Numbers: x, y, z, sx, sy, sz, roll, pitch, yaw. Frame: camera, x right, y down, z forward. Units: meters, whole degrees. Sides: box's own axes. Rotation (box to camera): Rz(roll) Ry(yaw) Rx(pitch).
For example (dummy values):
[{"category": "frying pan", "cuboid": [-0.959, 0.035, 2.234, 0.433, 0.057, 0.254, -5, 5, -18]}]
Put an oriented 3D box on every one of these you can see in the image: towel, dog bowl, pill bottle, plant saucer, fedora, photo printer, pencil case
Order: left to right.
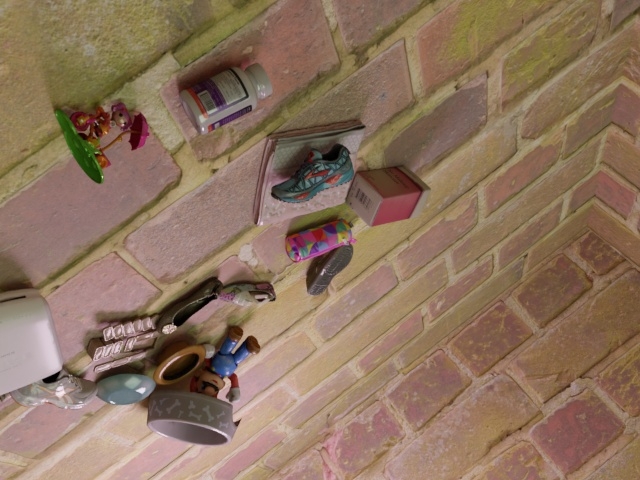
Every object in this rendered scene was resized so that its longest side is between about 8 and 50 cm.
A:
[{"category": "photo printer", "cuboid": [-0.794, 0.254, 1.464, 0.256, 0.107, 0.307, -19, 142, -29]}, {"category": "plant saucer", "cuboid": [-0.638, 0.497, 1.923, 0.195, 0.037, 0.194, -10, 141, -8]}, {"category": "fedora", "cuboid": [-0.484, 0.401, 1.985, 0.194, 0.079, 0.194, -29, 146, -22]}, {"category": "dog bowl", "cuboid": [-0.461, 0.647, 2.119, 0.349, 0.102, 0.348, 6, 146, 4]}, {"category": "pill bottle", "cuboid": [-0.212, -0.330, 1.346, 0.194, 0.108, 0.108, -30, 146, -15]}, {"category": "towel", "cuboid": [-0.032, -0.196, 1.748, 0.332, 0.053, 0.316, -17, 141, -31]}, {"category": "pencil case", "cuboid": [0.000, 0.000, 1.970, 0.237, 0.104, 0.104, -19, 142, -26]}]

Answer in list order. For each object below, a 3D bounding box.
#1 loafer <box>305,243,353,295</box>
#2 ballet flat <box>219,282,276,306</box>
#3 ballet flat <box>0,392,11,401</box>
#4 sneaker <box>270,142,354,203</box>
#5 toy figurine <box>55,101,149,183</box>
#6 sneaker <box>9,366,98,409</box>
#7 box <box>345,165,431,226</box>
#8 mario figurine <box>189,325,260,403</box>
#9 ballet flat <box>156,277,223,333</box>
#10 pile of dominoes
[{"category": "loafer", "cuboid": [0.020, 0.088, 2.114, 0.094, 0.087, 0.251, 17, 122, -43]}, {"category": "ballet flat", "cuboid": [-0.234, 0.187, 1.980, 0.222, 0.079, 0.076, 0, 131, -45]}, {"category": "ballet flat", "cuboid": [-0.895, 0.431, 1.640, 0.041, 0.041, 0.114, -43, 148, 5]}, {"category": "sneaker", "cuboid": [-0.031, -0.196, 1.640, 0.262, 0.104, 0.125, -27, 127, -24]}, {"category": "toy figurine", "cuboid": [-0.448, -0.234, 1.254, 0.159, 0.130, 0.173, -39, 126, -28]}, {"category": "sneaker", "cuboid": [-0.754, 0.421, 1.724, 0.121, 0.099, 0.263, -53, 147, 12]}, {"category": "box", "cuboid": [0.227, -0.151, 1.974, 0.233, 0.148, 0.126, -13, 138, -37]}, {"category": "mario figurine", "cuboid": [-0.354, 0.476, 2.114, 0.320, 0.198, 0.170, -53, 158, 12]}, {"category": "ballet flat", "cuboid": [-0.406, 0.213, 1.847, 0.250, 0.058, 0.084, -39, 152, -8]}, {"category": "pile of dominoes", "cuboid": [-0.588, 0.300, 1.818, 0.251, 0.040, 0.195, -11, 136, -49]}]
